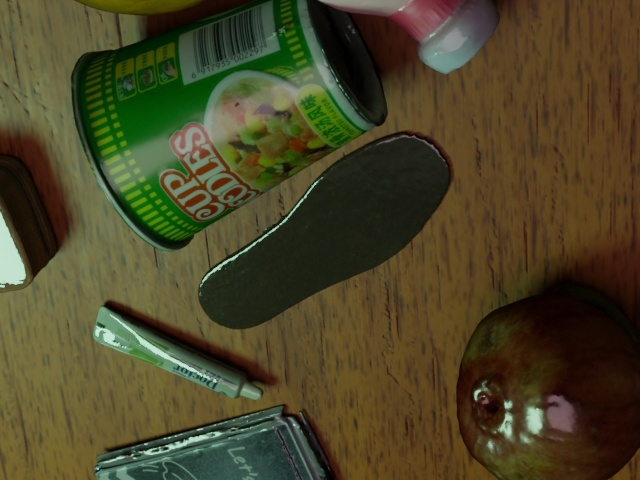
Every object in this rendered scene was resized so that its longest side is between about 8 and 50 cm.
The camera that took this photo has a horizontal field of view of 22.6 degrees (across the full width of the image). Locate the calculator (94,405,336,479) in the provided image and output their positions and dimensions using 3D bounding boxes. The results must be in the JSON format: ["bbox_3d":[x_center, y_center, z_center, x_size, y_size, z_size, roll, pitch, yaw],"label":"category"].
[{"bbox_3d":[-0.113,0.280,1.780,0.274,0.028,0.166,-17,109,22],"label":"calculator"}]

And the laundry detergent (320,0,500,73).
[{"bbox_3d":[0.014,-0.278,1.364,0.335,0.159,0.088,41,161,-15],"label":"laundry detergent"}]

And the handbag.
[{"bbox_3d":[-0.386,-0.017,1.669,0.193,0.072,0.151,-5,117,22],"label":"handbag"}]

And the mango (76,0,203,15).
[{"bbox_3d":[-0.196,-0.294,1.434,0.317,0.119,0.176,19,125,16],"label":"mango"}]

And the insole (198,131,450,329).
[{"bbox_3d":[0.000,0.000,1.598,0.328,0.007,0.111,-35,103,30],"label":"insole"}]

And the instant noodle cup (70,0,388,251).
[{"bbox_3d":[-0.076,-0.128,1.452,0.232,0.207,0.207,-24,109,19],"label":"instant noodle cup"}]

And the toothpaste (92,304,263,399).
[{"bbox_3d":[-0.151,0.126,1.703,0.197,0.029,0.048,23,122,7],"label":"toothpaste"}]

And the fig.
[{"bbox_3d":[0.231,0.141,1.516,0.205,0.205,0.205,7,120,13],"label":"fig"}]
